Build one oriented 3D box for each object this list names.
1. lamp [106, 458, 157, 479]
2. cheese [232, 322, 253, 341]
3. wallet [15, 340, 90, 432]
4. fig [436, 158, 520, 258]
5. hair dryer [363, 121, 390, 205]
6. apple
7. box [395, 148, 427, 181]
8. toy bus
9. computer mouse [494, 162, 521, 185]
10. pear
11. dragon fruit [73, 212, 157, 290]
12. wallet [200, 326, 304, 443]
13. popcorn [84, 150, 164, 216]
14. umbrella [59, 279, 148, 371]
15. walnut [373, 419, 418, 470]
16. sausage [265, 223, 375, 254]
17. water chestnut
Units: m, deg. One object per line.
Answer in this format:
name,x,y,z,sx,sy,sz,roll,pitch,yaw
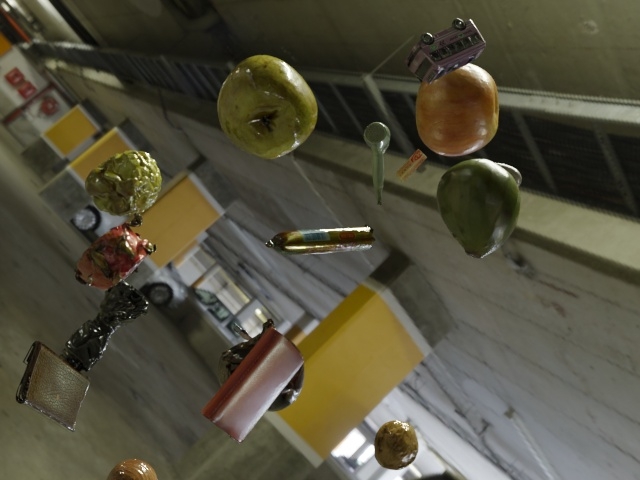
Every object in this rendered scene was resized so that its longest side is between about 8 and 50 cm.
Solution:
lamp,-0.508,0.658,1.767,0.136,0.136,0.136,45,-11,11
cheese,-0.225,0.384,2.385,0.244,0.062,0.155,37,-24,13
wallet,-0.578,0.321,1.422,0.039,0.133,0.243,3,-29,7
fig,0.362,-0.070,1.532,0.203,0.225,0.203,16,-18,5
hair dryer,0.175,-0.218,1.941,0.206,0.075,0.237,14,76,-79
apple,0.418,-0.397,1.989,0.233,0.286,0.286,4,-30,23
box,0.245,-0.203,1.779,0.015,0.093,0.058,38,13,-21
toy bus,0.324,-0.488,1.704,0.108,0.199,0.096,57,-23,9
computer mouse,0.471,-0.164,1.697,0.096,0.039,0.066,20,-30,22
pear,-0.167,-0.408,2.002,0.304,0.304,0.304,45,-11,11
dragon fruit,-0.611,0.059,1.993,0.147,0.282,0.211,48,1,5
wallet,-0.124,0.275,1.243,0.045,0.204,0.142,27,-20,37
popcorn,-0.627,-0.180,2.108,0.251,0.237,0.206,-129,-156,-77
umbrella,-0.542,0.226,1.606,0.122,0.272,0.110,23,-30,24
walnut,0.171,0.469,1.501,0.105,0.124,0.105,22,-42,21
sausage,0.000,0.000,1.854,0.082,0.371,0.082,6,-81,49
water chestnut,-0.146,0.319,1.680,0.224,0.224,0.238,-174,-101,-74
